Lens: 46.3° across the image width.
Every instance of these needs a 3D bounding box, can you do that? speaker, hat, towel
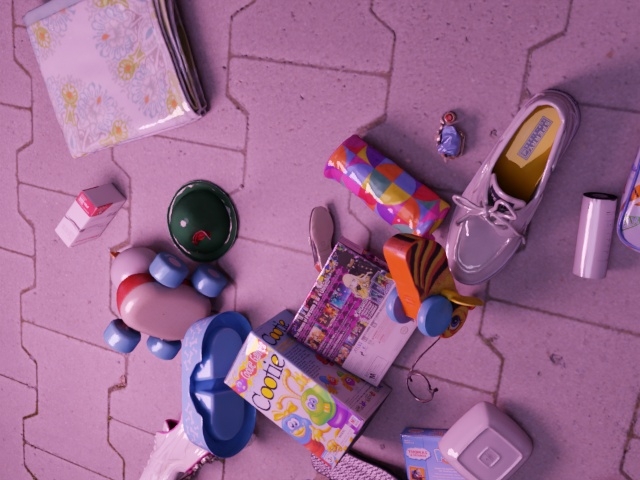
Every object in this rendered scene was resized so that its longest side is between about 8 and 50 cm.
[{"bbox_3d":[0.447,-0.007,1.220,0.055,0.055,0.136,9,108,24],"label":"speaker"},{"bbox_3d":[-0.281,-0.026,1.500,0.173,0.183,0.208,50,119,7],"label":"hat"},{"bbox_3d":[-0.426,-0.361,1.536,0.375,0.090,0.320,-11,98,28],"label":"towel"}]

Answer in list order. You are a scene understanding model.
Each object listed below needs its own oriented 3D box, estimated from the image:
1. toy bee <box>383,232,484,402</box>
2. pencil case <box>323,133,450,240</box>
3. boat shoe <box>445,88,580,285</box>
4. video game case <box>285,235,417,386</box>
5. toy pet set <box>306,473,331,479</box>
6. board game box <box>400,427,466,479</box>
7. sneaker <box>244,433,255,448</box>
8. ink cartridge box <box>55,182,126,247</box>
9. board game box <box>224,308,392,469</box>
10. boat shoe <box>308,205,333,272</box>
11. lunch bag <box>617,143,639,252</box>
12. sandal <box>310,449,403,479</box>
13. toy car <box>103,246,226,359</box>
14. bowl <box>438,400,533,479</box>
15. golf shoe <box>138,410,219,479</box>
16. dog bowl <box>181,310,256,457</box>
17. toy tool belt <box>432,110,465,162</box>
[{"bbox_3d":[0.193,0.104,1.298,0.195,0.162,0.298,38,141,32],"label":"toy bee"},{"bbox_3d":[0.118,-0.086,1.337,0.236,0.104,0.104,41,118,12],"label":"pencil case"},{"bbox_3d":[0.299,-0.069,1.218,0.136,0.156,0.367,35,116,14],"label":"boat shoe"},{"bbox_3d":[0.075,0.138,1.427,0.210,0.042,0.232,29,115,2],"label":"video game case"},{"bbox_3d":[0.018,0.556,1.581,0.122,0.065,0.114,-8,100,27],"label":"toy pet set"},{"bbox_3d":[0.250,0.472,1.458,0.160,0.039,0.211,-5,102,27],"label":"board game box"},{"bbox_3d":[-0.200,0.398,1.656,0.152,0.061,0.053,53,129,26],"label":"sneaker"},{"bbox_3d":[-0.509,-0.056,1.653,0.056,0.099,0.135,48,118,7],"label":"ink cartridge box"},{"bbox_3d":[-0.025,0.289,1.484,0.275,0.144,0.142,36,117,14],"label":"board game box"},{"bbox_3d":[0.000,0.000,1.450,0.043,0.049,0.137,15,118,64],"label":"boat shoe"},{"bbox_3d":[0.609,-0.065,1.094,0.303,0.115,0.243,19,109,22],"label":"lunch bag"},{"bbox_3d":[0.096,0.485,1.527,0.254,0.054,0.097,31,100,31],"label":"sandal"},{"bbox_3d":[-0.362,0.092,1.604,0.219,0.210,0.238,-53,49,14],"label":"toy car"},{"bbox_3d":[0.305,0.385,1.366,0.142,0.053,0.142,42,100,-6],"label":"bowl"},{"bbox_3d":[-0.341,0.493,1.728,0.306,0.115,0.140,-40,74,23],"label":"golf shoe"},{"bbox_3d":[-0.214,0.295,1.550,0.074,0.166,0.297,-4,86,35],"label":"dog bowl"},{"bbox_3d":[0.220,-0.178,1.287,0.052,0.051,0.083,2,104,26],"label":"toy tool belt"}]
